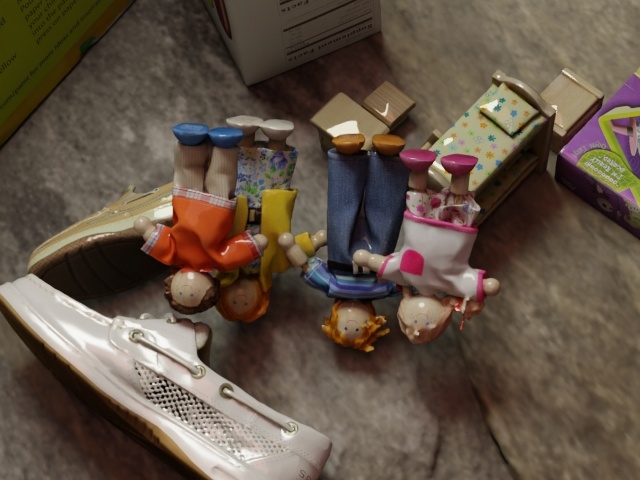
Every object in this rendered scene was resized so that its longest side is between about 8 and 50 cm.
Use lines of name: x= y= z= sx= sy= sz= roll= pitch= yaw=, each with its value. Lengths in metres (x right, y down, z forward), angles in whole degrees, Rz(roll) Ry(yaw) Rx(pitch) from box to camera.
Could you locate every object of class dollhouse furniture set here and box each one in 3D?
dollhouse furniture set: x=0.110 y=-0.115 z=0.959 sx=0.161 sy=0.101 sz=0.182 roll=39 pitch=73 yaw=21

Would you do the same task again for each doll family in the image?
doll family: x=0.000 y=0.000 z=0.886 sx=0.263 sy=0.118 sz=0.163 roll=7 pitch=106 yaw=3

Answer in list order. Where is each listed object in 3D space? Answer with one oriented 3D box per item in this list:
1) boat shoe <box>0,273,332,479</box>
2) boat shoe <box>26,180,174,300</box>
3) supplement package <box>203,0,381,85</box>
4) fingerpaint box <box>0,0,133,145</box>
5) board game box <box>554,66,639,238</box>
boat shoe: x=-0.114 y=0.100 z=0.881 sx=0.277 sy=0.098 sz=0.096 roll=35 pitch=71 yaw=10
boat shoe: x=-0.146 y=-0.011 z=0.959 sx=0.190 sy=0.068 sz=0.072 roll=-18 pitch=50 yaw=-16
supplement package: x=-0.040 y=-0.263 z=0.967 sx=0.134 sy=0.244 sz=0.139 roll=-24 pitch=63 yaw=-7
fingerpaint box: x=-0.263 y=-0.315 z=0.944 sx=0.163 sy=0.371 sz=0.445 roll=31 pitch=71 yaw=18
board game box: x=0.382 y=-0.030 z=0.925 sx=0.347 sy=0.056 sz=0.208 roll=39 pitch=69 yaw=21
